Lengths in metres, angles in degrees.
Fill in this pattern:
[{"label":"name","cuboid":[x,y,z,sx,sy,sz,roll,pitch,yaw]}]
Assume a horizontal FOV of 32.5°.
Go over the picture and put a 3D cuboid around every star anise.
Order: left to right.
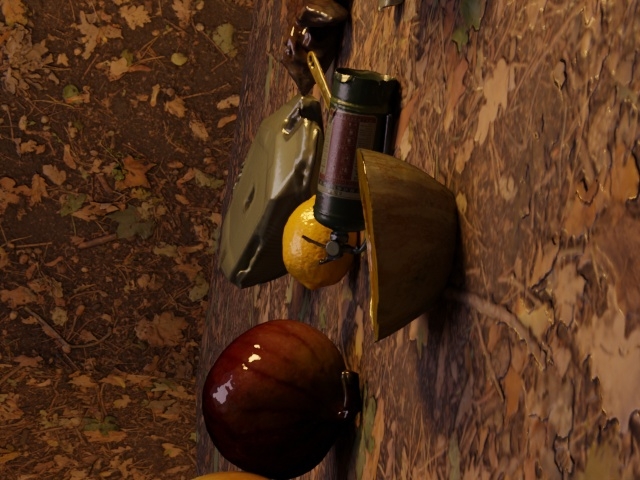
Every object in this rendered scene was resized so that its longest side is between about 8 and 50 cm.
[{"label":"star anise","cuboid":[-0.013,-0.414,1.983,0.315,0.108,0.315,-171,90,-80]}]

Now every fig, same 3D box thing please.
[{"label":"fig","cuboid":[-0.058,0.235,1.596,0.214,0.235,0.235,43,137,29]}]

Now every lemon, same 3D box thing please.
[{"label":"lemon","cuboid":[0.000,0.000,1.671,0.114,0.114,0.155,154,128,-78]}]

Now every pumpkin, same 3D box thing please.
[{"label":"pumpkin","cuboid":[0.096,0.001,1.220,0.217,0.110,0.217,174,90,-84]}]

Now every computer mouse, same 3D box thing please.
[{"label":"computer mouse","cuboid":[-0.062,-0.073,1.978,0.429,0.145,0.228,119,156,-43]}]

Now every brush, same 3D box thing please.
[{"label":"brush","cuboid":[0.013,-0.238,1.855,0.082,0.010,0.218,111,145,-52]}]

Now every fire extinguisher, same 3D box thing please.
[{"label":"fire extinguisher","cuboid":[0.042,-0.091,1.554,0.093,0.118,0.294,-22,-56,-63]}]

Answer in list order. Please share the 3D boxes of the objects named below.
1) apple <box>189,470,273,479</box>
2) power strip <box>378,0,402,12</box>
[{"label":"apple","cuboid":[-0.140,0.493,1.508,0.339,0.339,0.340,-174,90,-79]},{"label":"power strip","cuboid":[0.115,-0.446,1.536,0.060,0.027,0.253,-117,35,-73]}]
